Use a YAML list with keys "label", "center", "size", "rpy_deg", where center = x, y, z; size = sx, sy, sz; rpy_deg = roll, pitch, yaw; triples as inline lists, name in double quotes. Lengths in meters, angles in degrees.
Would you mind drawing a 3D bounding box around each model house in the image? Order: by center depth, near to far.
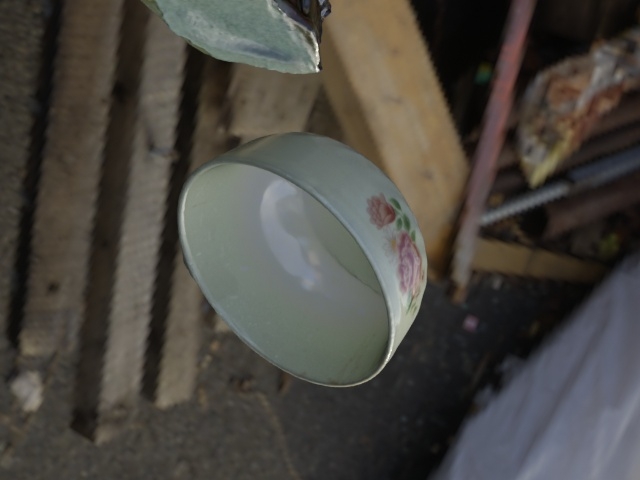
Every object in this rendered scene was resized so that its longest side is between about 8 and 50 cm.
- label: "model house"
  center: [-0.057, -0.236, 1.421]
  size: [0.165, 0.106, 0.152]
  rpy_deg: [40, 51, -47]

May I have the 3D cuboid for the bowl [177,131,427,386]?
- label: "bowl"
  center: [0.000, 0.000, 1.708]
  size: [0.145, 0.277, 0.277]
  rpy_deg: [-41, 137, -34]
